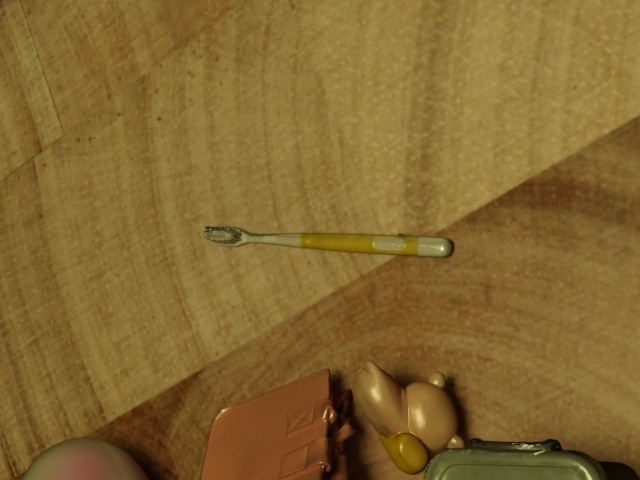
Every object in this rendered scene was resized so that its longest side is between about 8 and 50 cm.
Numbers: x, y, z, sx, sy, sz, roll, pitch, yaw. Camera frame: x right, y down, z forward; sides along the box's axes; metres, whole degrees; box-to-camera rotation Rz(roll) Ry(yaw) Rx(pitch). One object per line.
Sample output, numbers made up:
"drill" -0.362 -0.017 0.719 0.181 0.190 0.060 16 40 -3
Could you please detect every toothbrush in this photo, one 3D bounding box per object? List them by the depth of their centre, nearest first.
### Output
"toothbrush" 0.000 0.000 1.346 0.288 0.024 0.021 3 85 33

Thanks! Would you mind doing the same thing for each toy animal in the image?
"toy animal" 0.085 0.156 1.250 0.082 0.091 0.114 -32 80 -3

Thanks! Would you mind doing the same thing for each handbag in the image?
"handbag" -0.042 0.230 1.264 0.157 0.059 0.212 -26 33 24

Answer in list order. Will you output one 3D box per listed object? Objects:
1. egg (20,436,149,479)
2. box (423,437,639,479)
"egg" -0.234 0.337 1.364 0.196 0.196 0.271 -1 82 33
"box" 0.188 0.285 1.128 0.163 0.135 0.243 -6 82 34
